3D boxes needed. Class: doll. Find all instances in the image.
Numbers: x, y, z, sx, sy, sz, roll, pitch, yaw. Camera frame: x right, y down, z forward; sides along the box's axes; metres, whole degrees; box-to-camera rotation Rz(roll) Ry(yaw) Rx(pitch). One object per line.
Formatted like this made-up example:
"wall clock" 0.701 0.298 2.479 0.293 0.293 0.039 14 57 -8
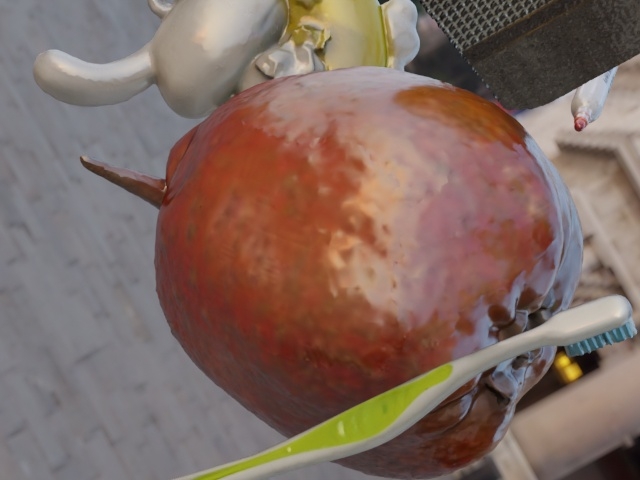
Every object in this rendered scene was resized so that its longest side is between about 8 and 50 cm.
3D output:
"doll" -0.057 -0.148 1.324 0.237 0.252 0.111 39 -10 1

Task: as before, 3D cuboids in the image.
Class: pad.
"pad" 0.218 -0.160 0.893 0.250 0.323 0.055 37 46 -61

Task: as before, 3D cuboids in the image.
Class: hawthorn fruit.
"hawthorn fruit" 0.000 0.000 0.888 0.262 0.210 0.210 25 -11 22

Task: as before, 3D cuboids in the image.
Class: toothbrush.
"toothbrush" 0.012 0.079 0.741 0.026 0.263 0.022 54 18 -46

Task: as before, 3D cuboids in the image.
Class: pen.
"pen" 0.215 -0.130 1.313 0.026 0.026 0.218 60 28 -16
